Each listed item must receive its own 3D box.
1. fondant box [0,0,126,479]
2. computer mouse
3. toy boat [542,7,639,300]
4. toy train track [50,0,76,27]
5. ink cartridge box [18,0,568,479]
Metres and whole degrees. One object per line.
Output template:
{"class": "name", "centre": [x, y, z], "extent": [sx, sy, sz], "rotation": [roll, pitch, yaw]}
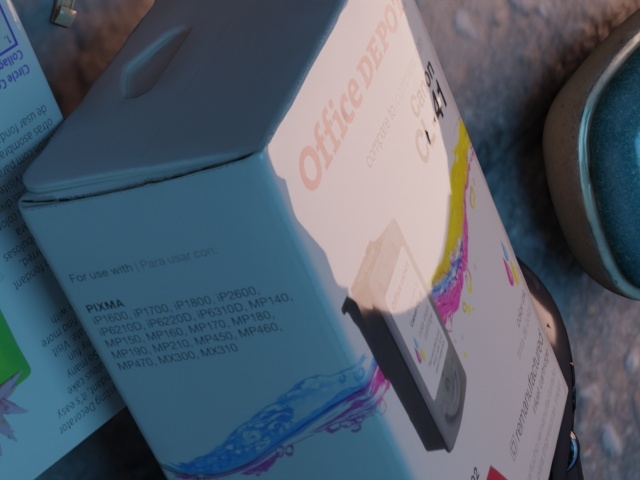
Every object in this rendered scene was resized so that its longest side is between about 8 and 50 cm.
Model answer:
{"class": "fondant box", "centre": [-0.230, -0.018, 0.793], "extent": [0.238, 0.096, 0.330], "rotation": [-38, 119, -33]}
{"class": "computer mouse", "centre": [0.144, 0.105, 1.140], "extent": [0.184, 0.060, 0.262], "rotation": [-5, 77, -74]}
{"class": "toy boat", "centre": [0.288, -0.020, 1.228], "extent": [0.267, 0.148, 0.318], "rotation": [-40, 120, -32]}
{"class": "toy train track", "centre": [-0.120, -0.149, 0.930], "extent": [0.048, 0.014, 0.083], "rotation": [18, 84, -42]}
{"class": "ink cartridge box", "centre": [0.006, 0.035, 0.906], "extent": [0.306, 0.131, 0.226], "rotation": [67, 28, -28]}
